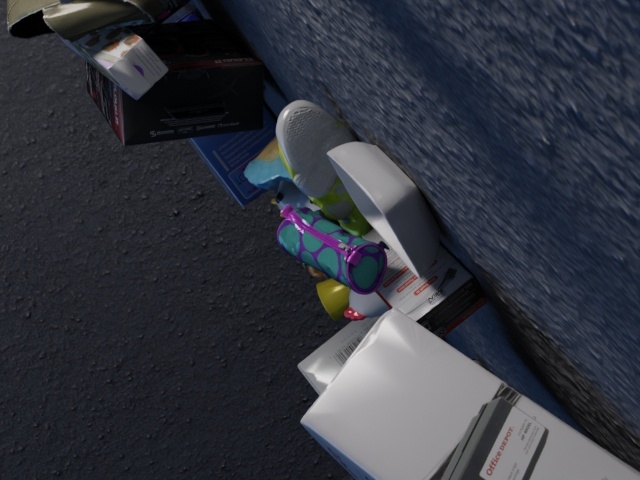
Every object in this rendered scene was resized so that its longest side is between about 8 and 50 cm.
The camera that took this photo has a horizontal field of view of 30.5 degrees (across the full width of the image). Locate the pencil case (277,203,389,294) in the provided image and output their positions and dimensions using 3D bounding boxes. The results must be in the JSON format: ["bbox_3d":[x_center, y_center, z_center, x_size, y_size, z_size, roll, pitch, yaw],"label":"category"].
[{"bbox_3d":[0.013,0.009,1.384,0.152,0.064,0.070,27,159,48],"label":"pencil case"}]

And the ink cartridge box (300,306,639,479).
[{"bbox_3d":[0.203,0.278,1.228,0.395,0.166,0.285,34,168,31],"label":"ink cartridge box"}]

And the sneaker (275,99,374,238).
[{"bbox_3d":[0.005,-0.091,1.446,0.240,0.091,0.126,54,177,-36],"label":"sneaker"}]

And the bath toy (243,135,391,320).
[{"bbox_3d":[0.026,-0.007,1.749,0.348,0.129,0.151,54,176,-36],"label":"bath toy"}]

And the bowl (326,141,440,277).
[{"bbox_3d":[0.076,-0.043,1.292,0.142,0.053,0.142,49,176,43],"label":"bowl"}]

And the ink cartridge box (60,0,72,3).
[{"bbox_3d":[-0.134,-0.252,0.844,0.104,0.181,0.061,55,176,-38],"label":"ink cartridge box"}]

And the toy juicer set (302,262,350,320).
[{"bbox_3d":[0.000,0.000,2.003,0.209,0.089,0.329,59,-168,-10],"label":"toy juicer set"}]

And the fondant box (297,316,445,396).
[{"bbox_3d":[0.118,0.241,2.144,0.096,0.238,0.330,49,176,29],"label":"fondant box"}]

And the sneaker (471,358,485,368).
[{"bbox_3d":[0.264,0.286,1.882,0.121,0.099,0.262,46,176,24],"label":"sneaker"}]

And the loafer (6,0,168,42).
[{"bbox_3d":[-0.314,-0.299,1.553,0.251,0.087,0.094,3,160,29],"label":"loafer"}]

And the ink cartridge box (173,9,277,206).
[{"bbox_3d":[-0.219,-0.269,2.166,0.395,0.151,0.270,52,177,-13],"label":"ink cartridge box"}]

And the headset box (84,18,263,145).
[{"bbox_3d":[-0.224,-0.241,1.782,0.293,0.218,0.110,-133,39,-57],"label":"headset box"}]

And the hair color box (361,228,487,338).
[{"bbox_3d":[0.110,0.042,1.379,0.053,0.093,0.167,54,178,-39],"label":"hair color box"}]

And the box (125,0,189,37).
[{"bbox_3d":[-0.294,-0.423,1.640,0.163,0.142,0.247,51,176,24],"label":"box"}]

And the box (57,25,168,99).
[{"bbox_3d":[-0.310,-0.280,1.661,0.067,0.063,0.324,51,173,-36],"label":"box"}]
